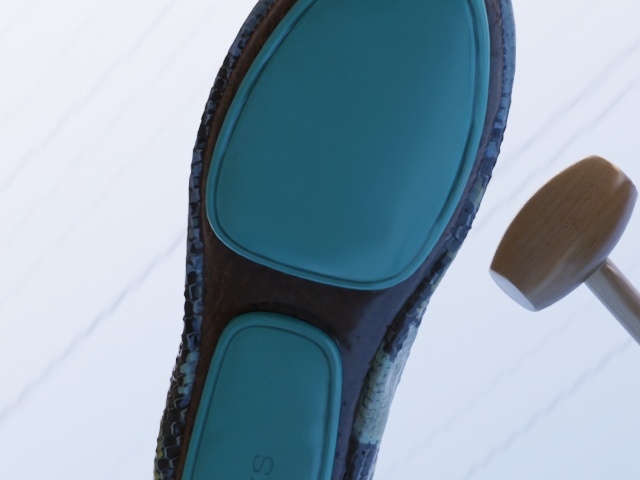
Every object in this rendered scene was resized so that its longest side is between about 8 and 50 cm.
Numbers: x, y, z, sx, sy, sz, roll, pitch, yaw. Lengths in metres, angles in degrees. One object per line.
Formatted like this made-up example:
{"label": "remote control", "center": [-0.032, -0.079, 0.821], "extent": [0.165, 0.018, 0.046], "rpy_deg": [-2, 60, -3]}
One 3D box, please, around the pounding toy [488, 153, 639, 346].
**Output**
{"label": "pounding toy", "center": [0.212, 0.019, 0.692], "extent": [0.154, 0.269, 0.155], "rpy_deg": [-58, 169, -4]}

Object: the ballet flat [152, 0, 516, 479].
{"label": "ballet flat", "center": [0.000, 0.000, 0.453], "extent": [0.070, 0.070, 0.188], "rpy_deg": [-100, -154, -56]}
